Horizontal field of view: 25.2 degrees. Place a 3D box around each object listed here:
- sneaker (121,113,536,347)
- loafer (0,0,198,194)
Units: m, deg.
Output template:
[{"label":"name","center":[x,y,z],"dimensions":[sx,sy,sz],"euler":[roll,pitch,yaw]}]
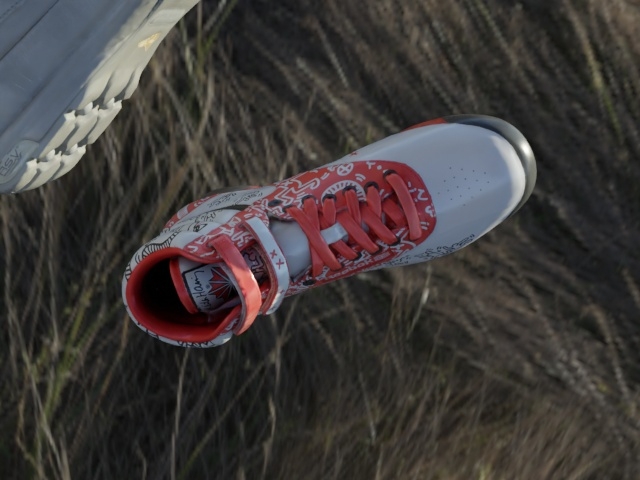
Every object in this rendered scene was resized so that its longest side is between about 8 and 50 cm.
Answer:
[{"label":"sneaker","center":[0.000,0.001,0.920],"dimensions":[0.270,0.090,0.145],"euler":[-13,17,28]},{"label":"loafer","center":[-0.110,-0.165,0.777],"dimensions":[0.111,0.112,0.319],"euler":[45,104,5]}]
